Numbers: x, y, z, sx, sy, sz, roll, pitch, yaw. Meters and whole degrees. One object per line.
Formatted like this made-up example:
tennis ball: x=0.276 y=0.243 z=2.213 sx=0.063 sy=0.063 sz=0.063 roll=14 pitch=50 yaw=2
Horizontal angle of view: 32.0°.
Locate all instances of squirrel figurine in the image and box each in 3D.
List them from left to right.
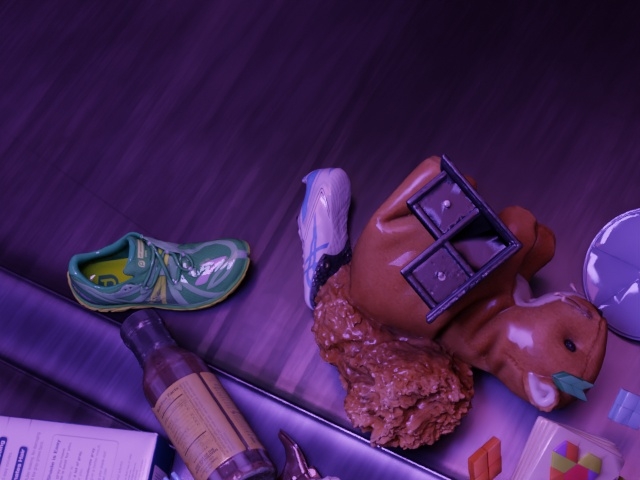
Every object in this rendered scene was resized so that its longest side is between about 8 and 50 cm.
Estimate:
squirrel figurine: x=0.198 y=0.130 z=1.599 sx=0.397 sy=0.281 sz=0.370 roll=-46 pitch=77 yaw=3

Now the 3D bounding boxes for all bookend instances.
bookend: x=0.152 y=0.000 z=1.449 sx=0.156 sy=0.072 sz=0.157 roll=-39 pitch=82 yaw=1

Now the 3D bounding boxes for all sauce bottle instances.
sauce bottle: x=-0.191 y=0.242 z=1.652 sx=0.111 sy=0.111 sz=0.344 roll=-33 pitch=56 yaw=-7

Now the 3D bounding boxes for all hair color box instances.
hair color box: x=-0.405 y=0.359 z=1.636 sx=0.347 sy=0.105 sz=0.174 roll=5 pitch=66 yaw=11

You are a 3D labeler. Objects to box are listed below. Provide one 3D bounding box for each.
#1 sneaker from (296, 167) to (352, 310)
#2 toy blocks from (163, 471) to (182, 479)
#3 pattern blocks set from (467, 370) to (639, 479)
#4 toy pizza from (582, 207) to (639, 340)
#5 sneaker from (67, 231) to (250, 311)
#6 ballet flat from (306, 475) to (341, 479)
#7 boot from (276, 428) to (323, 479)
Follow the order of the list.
sneaker: x=0.000 y=0.000 z=1.764 sx=0.086 sy=0.085 sz=0.237 roll=-11 pitch=65 yaw=39
toy blocks: x=-0.198 y=0.410 z=1.575 sx=0.123 sy=0.054 sz=0.148 roll=-28 pitch=71 yaw=-41
pattern blocks set: x=0.311 y=0.335 z=1.474 sx=0.285 sy=0.026 sz=0.325 roll=12 pitch=97 yaw=-25
toy pizza: x=0.491 y=0.050 z=1.655 sx=0.201 sy=0.032 sz=0.201 roll=-6 pitch=77 yaw=29
sneaker: x=-0.256 y=0.049 z=1.747 sx=0.295 sy=0.123 sz=0.110 roll=-10 pitch=64 yaw=4
ballet flat: x=0.029 y=0.377 z=1.575 sx=0.203 sy=0.074 sz=0.074 roll=27 pitch=72 yaw=7
boot: x=-0.068 y=0.347 z=1.630 sx=0.114 sy=0.037 sz=0.106 roll=-37 pitch=65 yaw=-4
